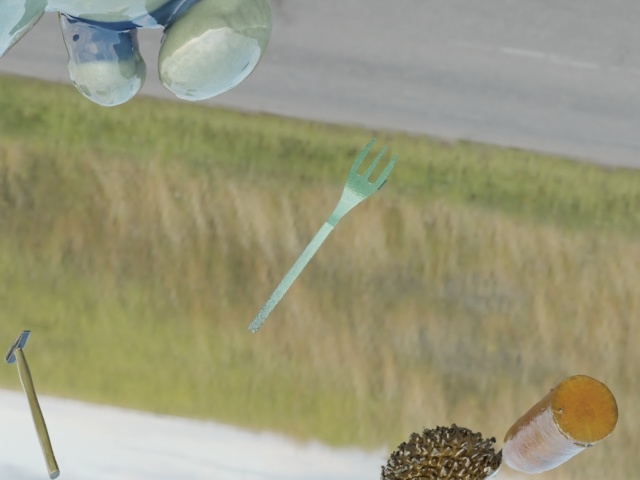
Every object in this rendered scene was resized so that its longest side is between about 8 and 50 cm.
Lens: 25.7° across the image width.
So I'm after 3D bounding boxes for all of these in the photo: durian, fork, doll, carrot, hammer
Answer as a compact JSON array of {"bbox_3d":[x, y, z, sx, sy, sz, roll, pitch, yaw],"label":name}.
[{"bbox_3d":[0.136,0.256,1.607,0.188,0.091,0.148,-17,164,-19],"label":"durian"},{"bbox_3d":[0.000,0.000,1.428,0.039,0.235,0.021,36,180,-1],"label":"fork"},{"bbox_3d":[-0.155,-0.159,0.668,0.258,0.154,0.228,-12,139,-16],"label":"doll"},{"bbox_3d":[0.153,0.133,0.947,0.048,0.048,0.139,10,155,-9],"label":"carrot"},{"bbox_3d":[-0.345,0.200,1.701,0.013,0.199,0.062,5,135,-37],"label":"hammer"}]
